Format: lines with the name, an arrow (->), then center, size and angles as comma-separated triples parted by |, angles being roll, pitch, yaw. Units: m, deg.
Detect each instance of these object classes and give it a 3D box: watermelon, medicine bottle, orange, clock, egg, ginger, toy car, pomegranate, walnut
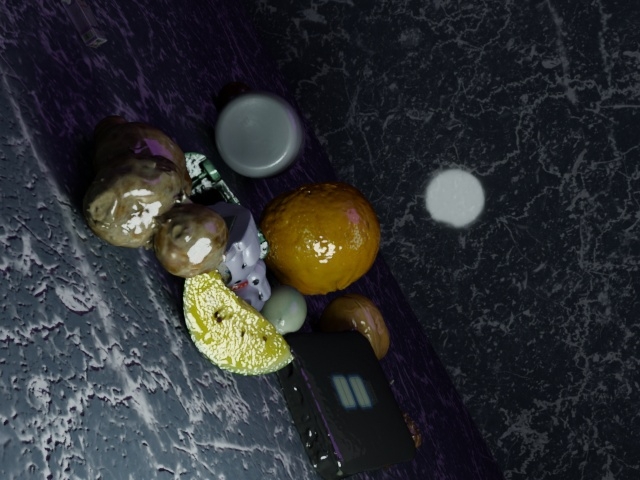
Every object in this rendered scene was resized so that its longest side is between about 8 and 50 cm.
watermelon -> -0.177, 0.158, 1.452 | 0.301, 0.129, 0.123 | 48, 16, -26
medicine bottle -> -0.166, -0.301, 2.236 | 0.245, 0.245, 0.306 | 61, 5, 0
orange -> 0.000, 0.000, 2.065 | 0.340, 0.340, 0.293 | 20, 55, -72
clock -> -0.189, 0.070, 1.581 | 0.189, 0.189, 0.254 | -101, 174, -55
egg -> -0.089, 0.168, 1.818 | 0.114, 0.114, 0.152 | 57, 16, -18
ginger -> -0.313, -0.095, 1.360 | 0.256, 0.176, 0.375 | 19, 28, -40
toy car -> -0.241, -0.064, 1.686 | 0.306, 0.136, 0.125 | 55, 1, -22
pomegranate -> -0.265, -0.442, 2.438 | 0.130, 0.130, 0.130 | 57, 13, -21
walnut -> 0.098, 0.263, 2.208 | 0.226, 0.193, 0.193 | 60, 12, -4

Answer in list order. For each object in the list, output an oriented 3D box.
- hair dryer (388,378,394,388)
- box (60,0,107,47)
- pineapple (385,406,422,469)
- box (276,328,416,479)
hair dryer -> 0.112, 0.407, 1.978 | 0.219, 0.071, 0.124 | -25, 87, -35
box -> -0.522, -0.485, 1.689 | 0.117, 0.036, 0.050 | 60, 12, 0
pineapple -> 0.143, 0.475, 2.081 | 0.279, 0.158, 0.158 | 51, 10, 15
box -> 0.061, 0.378, 1.813 | 0.350, 0.091, 0.359 | 6, 55, -53
